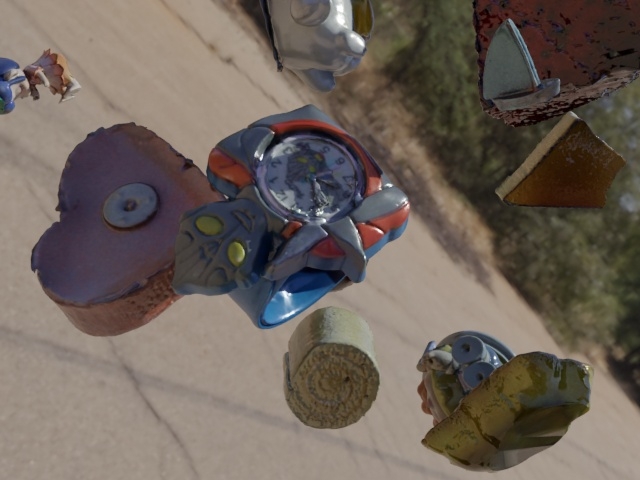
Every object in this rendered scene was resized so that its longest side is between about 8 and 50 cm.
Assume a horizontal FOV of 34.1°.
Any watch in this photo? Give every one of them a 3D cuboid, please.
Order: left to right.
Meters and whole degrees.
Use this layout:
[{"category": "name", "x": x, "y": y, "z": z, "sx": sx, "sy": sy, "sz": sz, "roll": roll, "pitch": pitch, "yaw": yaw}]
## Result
[{"category": "watch", "x": -0.055, "y": 0.010, "z": 1.338, "sx": 0.241, "sy": 0.305, "sz": 0.274, "roll": 49, "pitch": -18, "yaw": 16}]

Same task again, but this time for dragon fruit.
[{"category": "dragon fruit", "x": 0.370, "y": -0.354, "z": 1.546, "sx": 0.228, "sy": 0.286, "sz": 0.329, "roll": 7, "pitch": 70, "yaw": -54}]

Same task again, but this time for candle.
[{"category": "candle", "x": -0.252, "y": -0.018, "z": 1.529, "sx": 0.131, "sy": 0.287, "sz": 0.317, "roll": 66, "pitch": 22, "yaw": -56}]

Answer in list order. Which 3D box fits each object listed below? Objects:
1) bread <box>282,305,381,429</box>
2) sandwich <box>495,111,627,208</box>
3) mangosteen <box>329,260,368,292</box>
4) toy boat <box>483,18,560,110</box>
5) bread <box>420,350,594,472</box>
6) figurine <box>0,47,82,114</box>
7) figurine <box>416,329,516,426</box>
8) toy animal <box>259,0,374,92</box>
[{"category": "bread", "x": 0.017, "y": 0.191, "z": 1.569, "sx": 0.134, "sy": 0.148, "sz": 0.141, "roll": 35, "pitch": 14, "yaw": -14}, {"category": "sandwich", "x": 0.429, "y": -0.104, "z": 1.828, "sx": 0.162, "sy": 0.193, "sz": 0.058, "roll": 37, "pitch": 14, "yaw": -22}, {"category": "mangosteen", "x": 0.009, "y": 0.007, "z": 1.934, "sx": 0.172, "sy": 0.173, "sz": 0.184, "roll": -78, "pitch": 163, "yaw": -75}, {"category": "toy boat", "x": 0.230, "y": -0.218, "z": 1.270, "sx": 0.122, "sy": 0.096, "sz": 0.034, "roll": 58, "pitch": 34, "yaw": -31}, {"category": "bread", "x": 0.261, "y": 0.241, "z": 1.412, "sx": 0.161, "sy": 0.233, "sz": 0.088, "roll": 9, "pitch": 39, "yaw": -39}, {"category": "figurine", "x": -0.519, "y": -0.268, "z": 1.776, "sx": 0.195, "sy": 0.111, "sz": 0.102, "roll": -21, "pitch": 85, "yaw": -35}, {"category": "figurine", "x": 0.294, "y": 0.273, "z": 1.910, "sx": 0.382, "sy": 0.205, "sz": 0.224, "roll": 101, "pitch": -36, "yaw": -83}, {"category": "toy animal", "x": -0.003, "y": -0.329, "z": 1.508, "sx": 0.325, "sy": 0.154, "sz": 0.208, "roll": -97, "pitch": 178, "yaw": -58}]
